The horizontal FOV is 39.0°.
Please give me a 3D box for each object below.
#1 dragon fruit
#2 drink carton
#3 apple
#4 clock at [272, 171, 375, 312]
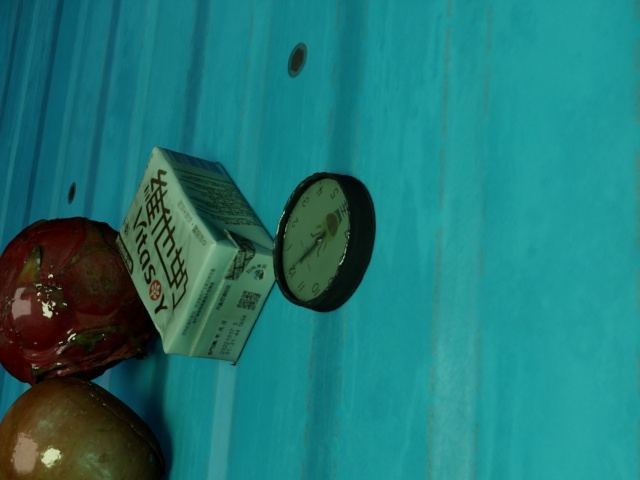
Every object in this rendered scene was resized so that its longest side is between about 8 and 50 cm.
[{"bbox_3d":[-0.426,0.110,1.565,0.295,0.295,0.302,-31,55,48],"label":"dragon fruit"},{"bbox_3d":[-0.197,0.013,1.387,0.194,0.132,0.324,-64,35,20],"label":"drink carton"},{"bbox_3d":[-0.384,0.351,1.416,0.251,0.272,0.206,8,44,38],"label":"apple"},{"bbox_3d":[0.000,0.000,1.167,0.184,0.040,0.185,-26,57,50],"label":"clock"}]
